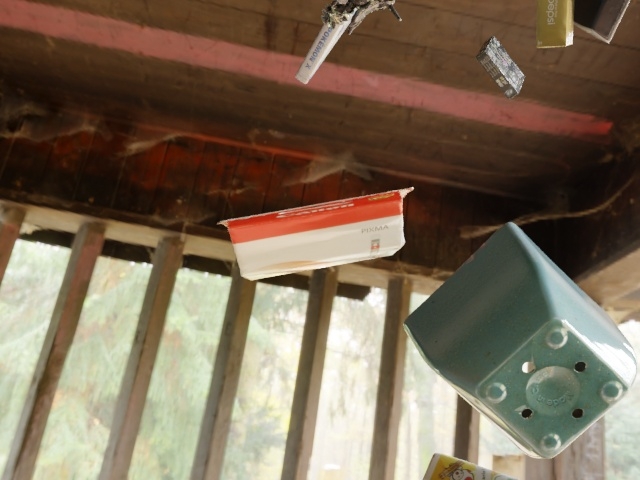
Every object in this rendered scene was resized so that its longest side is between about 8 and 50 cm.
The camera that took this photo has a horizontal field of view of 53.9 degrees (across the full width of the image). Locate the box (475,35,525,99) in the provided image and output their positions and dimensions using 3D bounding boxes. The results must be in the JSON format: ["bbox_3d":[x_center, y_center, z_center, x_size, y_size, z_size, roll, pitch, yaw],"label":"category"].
[{"bbox_3d":[0.275,-0.263,0.956,0.083,0.067,0.018,46,-47,-13],"label":"box"}]

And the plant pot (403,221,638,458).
[{"bbox_3d":[0.299,0.164,0.912,0.247,0.248,0.252,42,12,-8],"label":"plant pot"}]

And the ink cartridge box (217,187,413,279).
[{"bbox_3d":[0.000,0.000,0.523,0.145,0.045,0.179,-10,-3,-1],"label":"ink cartridge box"}]

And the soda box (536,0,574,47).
[{"bbox_3d":[0.446,-0.461,1.190,0.058,0.182,0.061,6,21,32],"label":"soda box"}]

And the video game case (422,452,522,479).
[{"bbox_3d":[0.124,0.265,0.388,0.206,0.227,0.026,8,-39,35],"label":"video game case"}]

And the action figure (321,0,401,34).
[{"bbox_3d":[0.032,-0.438,1.019,0.275,0.164,0.141,34,13,6],"label":"action figure"}]

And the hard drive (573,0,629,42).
[{"bbox_3d":[0.528,-0.513,1.237,0.054,0.255,0.172,5,-51,-11],"label":"hard drive"}]

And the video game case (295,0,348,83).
[{"bbox_3d":[0.076,-0.544,1.413,0.036,0.329,0.300,34,-35,-6],"label":"video game case"}]
